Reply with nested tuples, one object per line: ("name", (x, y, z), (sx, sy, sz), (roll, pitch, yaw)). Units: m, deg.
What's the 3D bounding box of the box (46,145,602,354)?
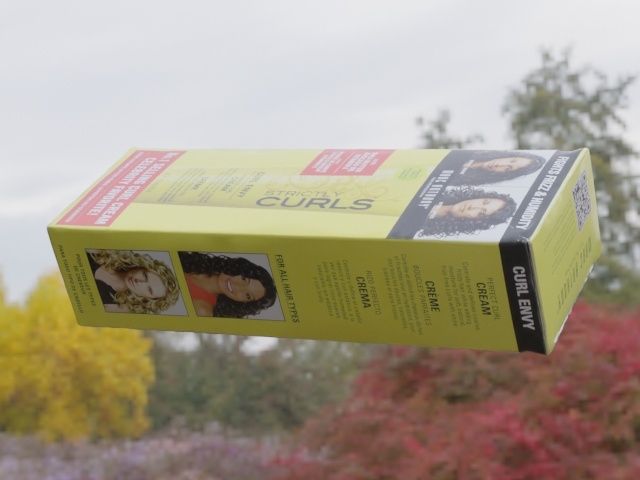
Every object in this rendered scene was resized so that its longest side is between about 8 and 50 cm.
("box", (0.000, 0.000, 0.660), (0.232, 0.058, 0.087), (2, 31, 28))
